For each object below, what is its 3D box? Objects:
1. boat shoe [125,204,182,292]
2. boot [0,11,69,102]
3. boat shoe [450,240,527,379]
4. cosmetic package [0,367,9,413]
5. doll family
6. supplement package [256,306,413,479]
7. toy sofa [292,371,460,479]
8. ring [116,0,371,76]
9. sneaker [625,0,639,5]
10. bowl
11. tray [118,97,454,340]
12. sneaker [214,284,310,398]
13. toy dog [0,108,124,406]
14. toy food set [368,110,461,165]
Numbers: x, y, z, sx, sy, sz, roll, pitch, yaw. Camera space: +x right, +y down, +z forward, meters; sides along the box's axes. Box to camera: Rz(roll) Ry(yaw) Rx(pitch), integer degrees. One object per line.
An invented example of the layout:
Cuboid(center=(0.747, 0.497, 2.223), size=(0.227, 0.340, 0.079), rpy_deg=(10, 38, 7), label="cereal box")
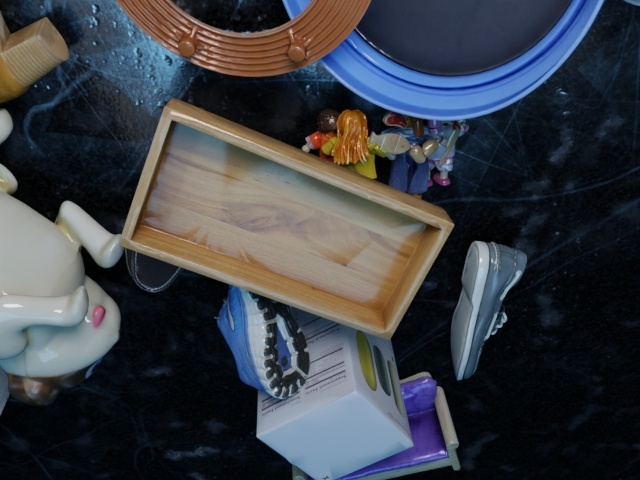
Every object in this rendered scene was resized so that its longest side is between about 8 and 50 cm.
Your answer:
Cuboid(center=(-0.240, -0.029, 0.926), size=(0.123, 0.123, 0.342), rpy_deg=(20, 123, -18), label="boat shoe")
Cuboid(center=(-0.485, -0.293, 0.719), size=(0.211, 0.104, 0.295), rpy_deg=(-21, 130, 11), label="boot")
Cuboid(center=(0.313, 0.145, 1.109), size=(0.098, 0.116, 0.320), rpy_deg=(2, 122, -1), label="boat shoe")
Cuboid(center=(-0.747, 0.259, 1.088), size=(0.309, 0.160, 0.113), rpy_deg=(-5, 129, 1), label="cosmetic package")
Cuboid(center=(0.103, -0.134, 0.875), size=(0.262, 0.118, 0.163), rpy_deg=(-5, 127, 0), label="doll family")
Cuboid(center=(0.020, 0.256, 1.076), size=(0.198, 0.263, 0.199), rpy_deg=(-30, 124, 18), label="supplement package")
Cuboid(center=(0.113, 0.437, 1.294), size=(0.362, 0.150, 0.177), rpy_deg=(-15, 128, 7), label="toy sofa")
Cuboid(center=(-0.100, -0.319, 0.635), size=(0.336, 0.032, 0.337), rpy_deg=(4, 140, 4), label="ring")
Cuboid(center=(0.383, -0.328, 0.676), size=(0.318, 0.208, 0.127), rpy_deg=(10, 124, -3), label="sneaker")
Cuboid(center=(0.122, -0.327, 0.644), size=(0.390, 0.077, 0.391), rpy_deg=(21, 136, 22), label="bowl")
Cuboid(center=(-0.046, -0.022, 0.821), size=(0.410, 0.076, 0.203), rpy_deg=(21, 111, -11), label="tray")
Cuboid(center=(-0.124, 0.095, 0.970), size=(0.147, 0.331, 0.129), rpy_deg=(-8, 180, 42), label="sneaker")
Cuboid(center=(-0.492, 0.084, 0.901), size=(0.395, 0.285, 0.408), rpy_deg=(-25, 127, 15), label="toy dog")
Cuboid(center=(0.130, -0.151, 0.810), size=(0.122, 0.019, 0.078), rpy_deg=(17, 111, -24), label="toy food set")
